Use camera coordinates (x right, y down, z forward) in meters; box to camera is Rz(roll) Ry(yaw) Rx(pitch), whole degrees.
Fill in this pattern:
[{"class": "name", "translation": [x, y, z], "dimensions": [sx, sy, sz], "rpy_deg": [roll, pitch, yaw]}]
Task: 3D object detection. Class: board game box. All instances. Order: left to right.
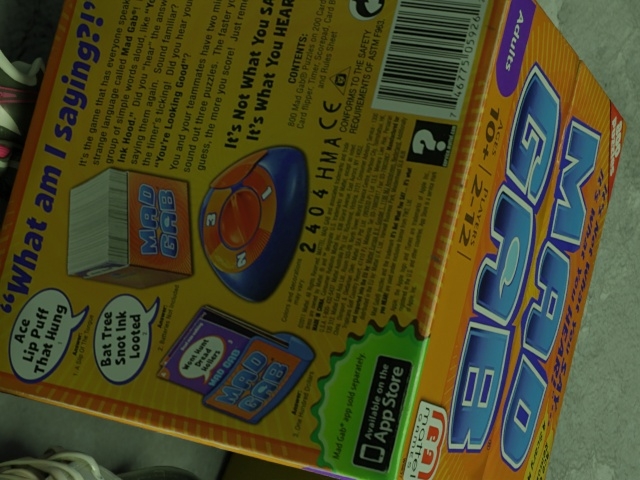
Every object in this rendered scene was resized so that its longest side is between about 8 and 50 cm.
[{"class": "board game box", "translation": [0.000, 0.000, 1.241], "dimensions": [0.356, 0.356, 0.356], "rpy_deg": [29, 74, -64]}]

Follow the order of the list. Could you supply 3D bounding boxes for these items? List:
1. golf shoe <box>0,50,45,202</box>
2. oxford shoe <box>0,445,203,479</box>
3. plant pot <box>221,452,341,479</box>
[{"class": "golf shoe", "translation": [-0.305, -0.111, 1.146], "dimensions": [0.273, 0.105, 0.120], "rpy_deg": [24, 69, -56]}, {"class": "oxford shoe", "translation": [-0.230, 0.224, 1.209], "dimensions": [0.449, 0.169, 0.130], "rpy_deg": [17, 84, -60]}, {"class": "plant pot", "translation": [0.003, 0.314, 1.481], "dimensions": [0.187, 0.212, 0.212], "rpy_deg": [-54, 133, -12]}]
